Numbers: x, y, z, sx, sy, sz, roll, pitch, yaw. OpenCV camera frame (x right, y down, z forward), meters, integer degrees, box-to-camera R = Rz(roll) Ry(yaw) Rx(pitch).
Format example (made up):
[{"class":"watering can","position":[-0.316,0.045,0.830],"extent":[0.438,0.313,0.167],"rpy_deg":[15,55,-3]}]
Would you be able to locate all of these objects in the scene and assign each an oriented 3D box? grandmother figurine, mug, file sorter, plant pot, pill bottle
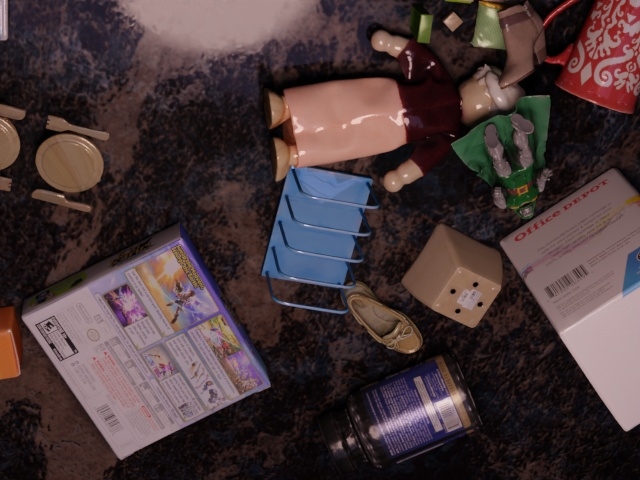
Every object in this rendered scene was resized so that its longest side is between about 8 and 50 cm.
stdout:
[{"class":"grandmother figurine","position":[0.102,-0.171,1.700],"extent":[0.342,0.104,0.207],"rpy_deg":[-7,102,-9]},{"class":"mug","position":[0.372,-0.268,1.692],"extent":[0.150,0.113,0.169],"rpy_deg":[15,108,-18]},{"class":"file sorter","position":[0.000,0.000,1.758],"extent":[0.118,0.104,0.170],"rpy_deg":[10,113,-13]},{"class":"plant pot","position":[0.192,0.058,1.821],"extent":[0.109,0.096,0.109],"rpy_deg":[26,108,-19]},{"class":"pill bottle","position":[0.113,0.255,1.887],"extent":[0.219,0.123,0.123],"rpy_deg":[-23,117,2]}]

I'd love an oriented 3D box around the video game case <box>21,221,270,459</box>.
[{"class":"video game case","position":[-0.237,0.142,1.810],"extent":[0.244,0.061,0.269],"rpy_deg":[-26,117,5]}]

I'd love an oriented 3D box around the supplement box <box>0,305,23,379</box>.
[{"class":"supplement box","position":[-0.524,0.151,1.758],"extent":[0.233,0.078,0.080],"rpy_deg":[-9,116,-6]}]

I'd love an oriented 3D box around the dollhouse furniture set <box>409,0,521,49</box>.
[{"class":"dollhouse furniture set","position":[0.195,-0.280,1.683],"extent":[0.152,0.058,0.076],"rpy_deg":[3,115,-11]}]

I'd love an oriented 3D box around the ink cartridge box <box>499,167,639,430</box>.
[{"class":"ink cartridge box","position":[0.404,0.072,1.766],"extent":[0.198,0.270,0.197],"rpy_deg":[-34,117,7]}]

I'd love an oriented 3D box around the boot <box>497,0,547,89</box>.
[{"class":"boot","position":[0.247,-0.254,1.665],"extent":[0.042,0.118,0.087],"rpy_deg":[-10,112,43]}]

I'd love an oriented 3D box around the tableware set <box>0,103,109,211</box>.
[{"class":"tableware set","position":[-0.373,-0.120,1.678],"extent":[0.194,0.039,0.128],"rpy_deg":[15,124,-10]}]

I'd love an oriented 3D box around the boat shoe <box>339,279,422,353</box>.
[{"class":"boat shoe","position":[0.089,0.117,1.858],"extent":[0.056,0.048,0.153],"rpy_deg":[-40,115,10]}]

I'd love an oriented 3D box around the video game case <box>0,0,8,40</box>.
[{"class":"video game case","position":[-0.468,-0.343,1.565],"extent":[0.183,0.023,0.201],"rpy_deg":[1,114,-10]}]

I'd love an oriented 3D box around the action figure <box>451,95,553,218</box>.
[{"class":"action figure","position":[0.259,-0.092,1.734],"extent":[0.137,0.063,0.232],"rpy_deg":[-23,151,5]}]
